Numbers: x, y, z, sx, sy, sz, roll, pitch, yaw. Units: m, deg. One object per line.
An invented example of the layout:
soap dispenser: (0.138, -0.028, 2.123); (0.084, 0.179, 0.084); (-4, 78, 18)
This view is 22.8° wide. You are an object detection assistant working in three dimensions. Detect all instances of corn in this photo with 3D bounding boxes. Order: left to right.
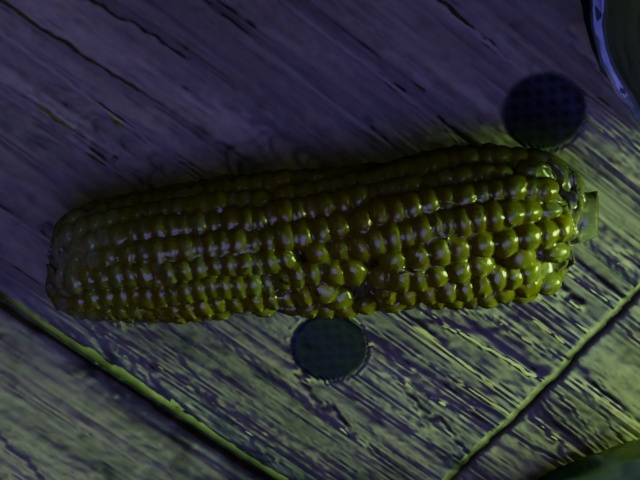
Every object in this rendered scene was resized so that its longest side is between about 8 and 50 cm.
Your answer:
corn: (0.000, 0.000, 0.909); (0.320, 0.097, 0.097); (-5, 115, 5)

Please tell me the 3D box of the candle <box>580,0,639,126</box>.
candle: (0.248, -0.101, 0.726); (0.221, 0.342, 0.221); (-1, 111, -2)

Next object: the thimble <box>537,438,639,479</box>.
thimble: (0.189, 0.251, 0.935); (0.288, 0.254, 0.167); (-32, 112, 12)
